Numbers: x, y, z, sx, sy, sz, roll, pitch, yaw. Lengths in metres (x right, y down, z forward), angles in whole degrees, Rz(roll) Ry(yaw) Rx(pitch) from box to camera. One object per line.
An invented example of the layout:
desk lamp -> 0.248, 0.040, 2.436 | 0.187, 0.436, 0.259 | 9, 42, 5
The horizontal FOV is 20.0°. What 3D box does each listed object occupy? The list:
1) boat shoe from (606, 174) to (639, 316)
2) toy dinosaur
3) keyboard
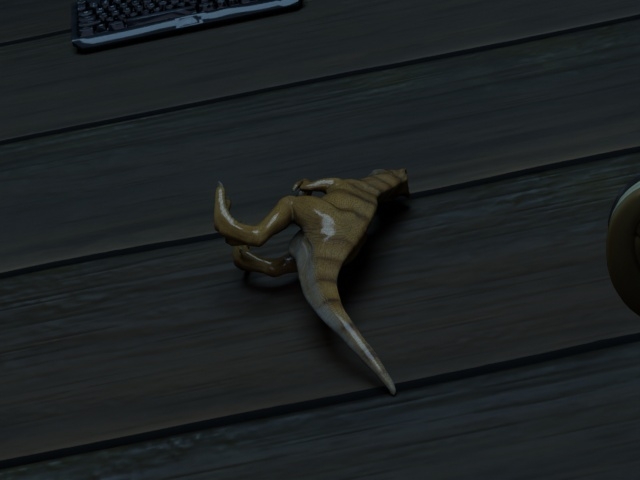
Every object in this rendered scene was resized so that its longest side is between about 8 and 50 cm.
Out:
boat shoe -> 0.143, -0.004, 0.439 | 0.152, 0.056, 0.049 | 0, 24, 0
toy dinosaur -> 0.000, 0.000, 0.984 | 0.112, 0.064, 0.211 | -2, 30, 15
keyboard -> -0.106, -0.191, 1.421 | 0.180, 0.023, 0.108 | -11, 28, -1
